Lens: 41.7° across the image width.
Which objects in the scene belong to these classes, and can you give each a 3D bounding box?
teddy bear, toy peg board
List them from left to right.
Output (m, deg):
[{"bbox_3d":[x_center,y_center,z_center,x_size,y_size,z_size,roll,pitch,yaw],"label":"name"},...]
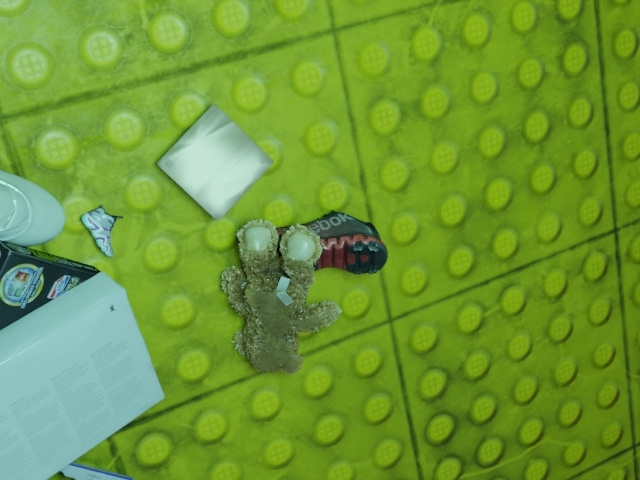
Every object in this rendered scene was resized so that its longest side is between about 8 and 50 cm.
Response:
[{"bbox_3d":[-0.208,-0.150,1.640,0.160,0.079,0.161,44,83,-12],"label":"toy peg board"},{"bbox_3d":[-0.086,0.107,1.707,0.245,0.113,0.338,-9,116,9],"label":"teddy bear"}]

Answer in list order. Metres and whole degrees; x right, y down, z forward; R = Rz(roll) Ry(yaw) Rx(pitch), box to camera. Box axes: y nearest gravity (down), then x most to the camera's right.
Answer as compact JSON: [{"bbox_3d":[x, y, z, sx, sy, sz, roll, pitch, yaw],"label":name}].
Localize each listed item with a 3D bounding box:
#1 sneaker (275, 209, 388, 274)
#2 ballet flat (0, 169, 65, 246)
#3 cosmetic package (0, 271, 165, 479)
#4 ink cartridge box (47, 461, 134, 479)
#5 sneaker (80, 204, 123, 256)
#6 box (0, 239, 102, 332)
[{"bbox_3d":[0.000,0.000,1.755,0.276,0.135,0.097,2,128,-2],"label":"sneaker"},{"bbox_3d":[-0.623,-0.080,1.426,0.400,0.139,0.139,27,92,-29],"label":"ballet flat"},{"bbox_3d":[-0.492,0.272,1.522,0.377,0.097,0.284,-33,133,-29],"label":"cosmetic package"},{"bbox_3d":[-0.572,0.558,1.664,0.304,0.072,0.307,25,90,-27],"label":"ink cartridge box"},{"bbox_3d":[-0.401,-0.022,1.595,0.069,0.038,0.098,-33,116,-13],"label":"sneaker"},{"bbox_3d":[-0.538,0.152,1.526,0.216,0.060,0.270,24,94,-50],"label":"box"}]
